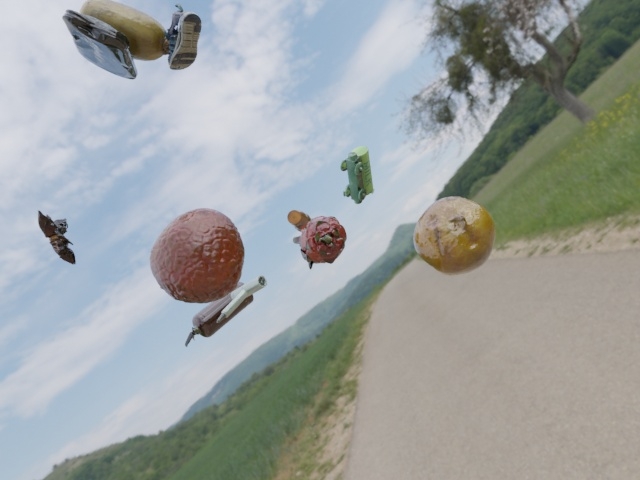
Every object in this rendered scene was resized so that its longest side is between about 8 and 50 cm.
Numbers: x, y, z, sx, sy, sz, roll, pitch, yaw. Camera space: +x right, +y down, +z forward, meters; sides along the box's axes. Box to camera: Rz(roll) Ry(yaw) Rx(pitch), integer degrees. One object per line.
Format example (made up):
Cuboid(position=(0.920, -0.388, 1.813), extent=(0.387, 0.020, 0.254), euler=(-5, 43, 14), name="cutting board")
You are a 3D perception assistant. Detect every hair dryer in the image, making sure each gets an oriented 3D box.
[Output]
Cuboid(position=(-0.262, 0.197, 1.718), extent=(0.155, 0.044, 0.183), euler=(-33, 14, 38), name="hair dryer")

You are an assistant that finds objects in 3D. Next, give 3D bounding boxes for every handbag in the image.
Cuboid(position=(-0.660, -0.590, 1.647), extent=(0.075, 0.191, 0.332), euler=(-67, 11, -9), name="handbag")

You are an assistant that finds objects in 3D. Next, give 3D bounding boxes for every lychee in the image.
Cuboid(position=(-0.324, 0.033, 1.429), extent=(0.255, 0.300, 0.255), euler=(-40, -25, -23), name="lychee")

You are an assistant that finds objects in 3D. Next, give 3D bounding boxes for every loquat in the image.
Cuboid(position=(0.456, -0.005, 1.816), extent=(0.276, 0.276, 0.284), euler=(-41, -36, -7), name="loquat")

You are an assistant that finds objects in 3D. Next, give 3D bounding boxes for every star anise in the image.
Cuboid(position=(-0.862, -0.016, 1.783), extent=(0.053, 0.212, 0.157), euler=(-23, 18, -5), name="star anise")

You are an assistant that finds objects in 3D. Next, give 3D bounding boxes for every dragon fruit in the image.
Cuboid(position=(0.000, 0.000, 2.172), extent=(0.193, 0.192, 0.274), euler=(-25, 5, -22), name="dragon fruit")

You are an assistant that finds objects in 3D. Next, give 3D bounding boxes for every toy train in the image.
Cuboid(position=(0.173, -0.287, 2.360), extent=(0.157, 0.105, 0.253), euler=(-43, -43, -35), name="toy train")

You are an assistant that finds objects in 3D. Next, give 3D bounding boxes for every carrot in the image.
Cuboid(position=(-0.084, -0.084, 2.295), extent=(0.087, 0.087, 0.193), euler=(-42, -9, -2), name="carrot")

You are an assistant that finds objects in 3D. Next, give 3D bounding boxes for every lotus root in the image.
Cuboid(position=(-0.633, -0.687, 1.803), extent=(0.169, 0.342, 0.151), euler=(134, 150, -59), name="lotus root")

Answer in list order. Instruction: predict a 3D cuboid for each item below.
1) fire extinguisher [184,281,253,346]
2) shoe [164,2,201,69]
Cuboid(position=(-0.441, 0.319, 2.306), extent=(0.337, 0.114, 0.135), euler=(-39, -21, -38), name="fire extinguisher")
Cuboid(position=(-0.456, -0.656, 1.763), extent=(0.091, 0.106, 0.207), euler=(-20, -38, -46), name="shoe")
